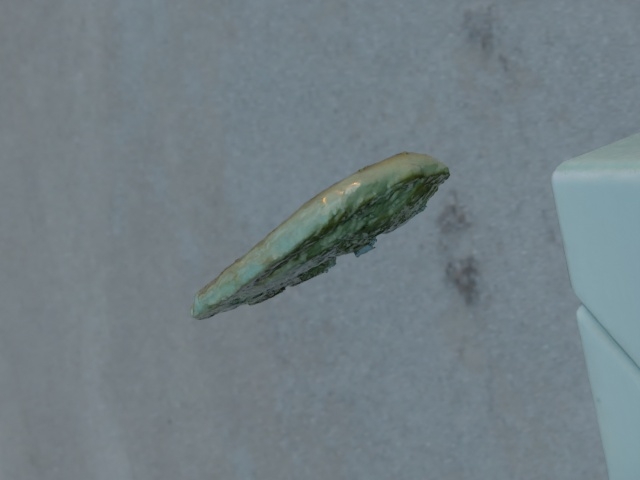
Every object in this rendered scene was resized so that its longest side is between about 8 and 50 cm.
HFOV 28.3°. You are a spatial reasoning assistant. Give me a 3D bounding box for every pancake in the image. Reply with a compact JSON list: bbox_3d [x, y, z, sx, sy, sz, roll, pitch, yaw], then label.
[{"bbox_3d":[-0.003,0.003,0.551,0.129,0.116,0.023,-37,79,37],"label":"pancake"}]

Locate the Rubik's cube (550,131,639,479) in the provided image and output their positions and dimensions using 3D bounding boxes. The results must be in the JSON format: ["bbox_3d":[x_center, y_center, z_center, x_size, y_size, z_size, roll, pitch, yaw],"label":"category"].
[{"bbox_3d":[0.363,0.066,0.685,0.321,0.315,0.319,2,110,55],"label":"Rubik's cube"}]
